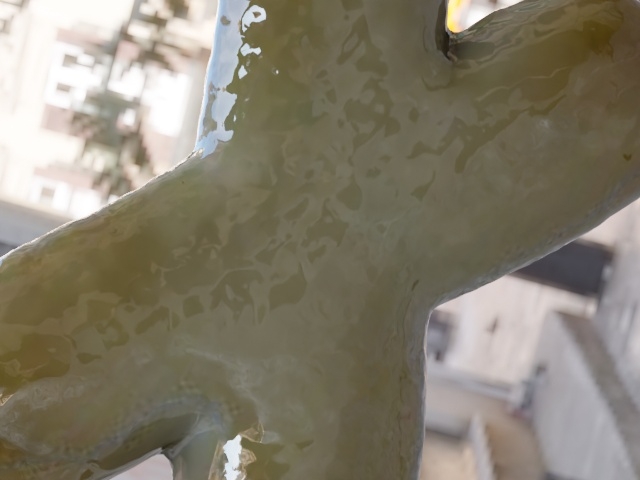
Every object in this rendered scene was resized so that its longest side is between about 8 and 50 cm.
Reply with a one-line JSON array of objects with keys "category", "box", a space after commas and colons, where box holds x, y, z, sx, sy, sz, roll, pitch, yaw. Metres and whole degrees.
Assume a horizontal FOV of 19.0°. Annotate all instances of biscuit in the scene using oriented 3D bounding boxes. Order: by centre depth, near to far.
[{"category": "biscuit", "box": [-0.001, -0.001, 0.483, 0.208, 0.164, 0.047, -57, 11, -10]}]
